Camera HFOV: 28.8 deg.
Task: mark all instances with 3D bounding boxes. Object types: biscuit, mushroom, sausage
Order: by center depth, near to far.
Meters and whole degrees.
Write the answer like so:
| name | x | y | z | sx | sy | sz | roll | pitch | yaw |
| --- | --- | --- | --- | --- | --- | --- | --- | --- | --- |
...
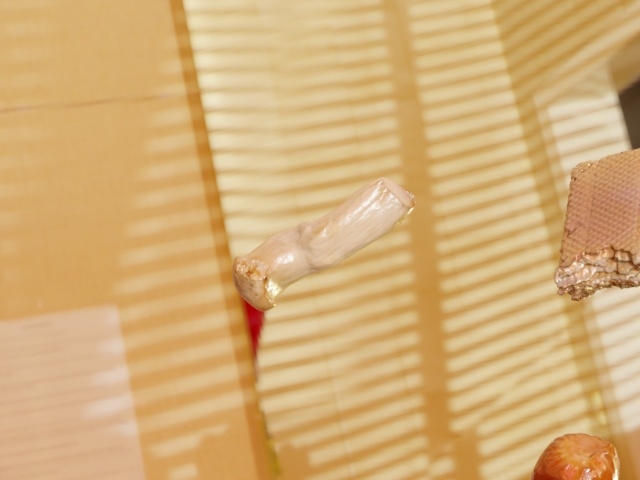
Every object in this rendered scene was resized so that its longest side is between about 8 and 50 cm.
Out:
| name | x | y | z | sx | sy | sz | roll | pitch | yaw |
| --- | --- | --- | --- | --- | --- | --- | --- | --- | --- |
| sausage | 0.232 | 0.311 | 1.231 | 0.083 | 0.300 | 0.089 | 26 | 36 | 26 |
| mushroom | 0.002 | 0.002 | 1.238 | 0.202 | 0.059 | 0.054 | -29 | 21 | 9 |
| biscuit | 0.353 | -0.022 | 1.529 | 0.108 | 0.062 | 0.239 | -13 | 33 | 27 |
